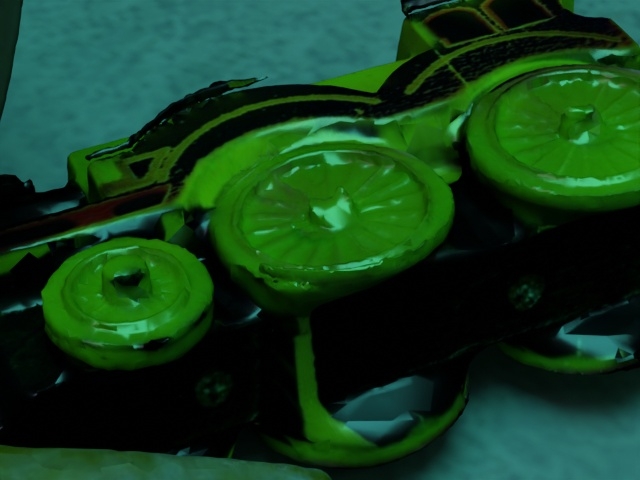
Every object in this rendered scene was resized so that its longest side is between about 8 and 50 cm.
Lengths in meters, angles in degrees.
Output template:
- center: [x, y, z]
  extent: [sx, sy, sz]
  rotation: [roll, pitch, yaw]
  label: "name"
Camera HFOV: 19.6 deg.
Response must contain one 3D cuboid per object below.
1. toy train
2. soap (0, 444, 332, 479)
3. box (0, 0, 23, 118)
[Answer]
- center: [0.000, 0.000, 0.660]
  extent: [0.296, 0.100, 0.160]
  rotation: [-17, 40, -19]
  label: "toy train"
- center: [-0.091, 0.194, 0.455]
  extent: [0.199, 0.091, 0.315]
  rotation: [2, 43, 1]
  label: "soap"
- center: [-0.252, -0.094, 0.584]
  extent: [0.301, 0.301, 0.216]
  rotation: [-13, 23, -17]
  label: "box"
